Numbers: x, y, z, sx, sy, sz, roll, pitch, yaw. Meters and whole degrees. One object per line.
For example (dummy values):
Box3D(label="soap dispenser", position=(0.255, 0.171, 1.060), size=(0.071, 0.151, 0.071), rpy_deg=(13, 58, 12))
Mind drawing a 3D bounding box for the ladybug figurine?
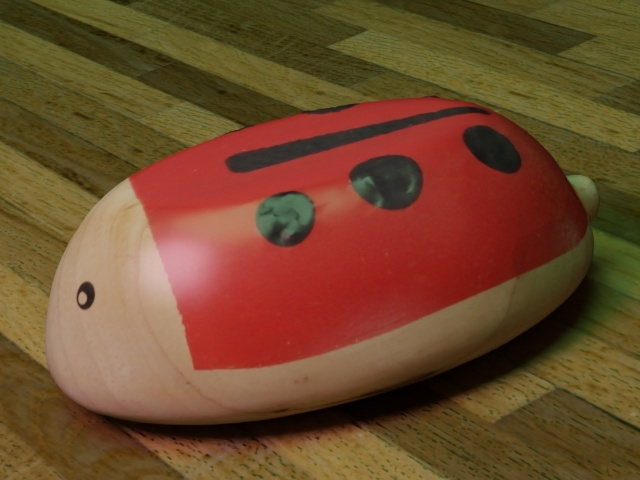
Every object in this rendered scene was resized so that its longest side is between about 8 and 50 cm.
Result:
Box3D(label="ladybug figurine", position=(0.000, 0.000, 1.323), size=(0.449, 0.162, 0.305), rpy_deg=(-16, 26, -12))
